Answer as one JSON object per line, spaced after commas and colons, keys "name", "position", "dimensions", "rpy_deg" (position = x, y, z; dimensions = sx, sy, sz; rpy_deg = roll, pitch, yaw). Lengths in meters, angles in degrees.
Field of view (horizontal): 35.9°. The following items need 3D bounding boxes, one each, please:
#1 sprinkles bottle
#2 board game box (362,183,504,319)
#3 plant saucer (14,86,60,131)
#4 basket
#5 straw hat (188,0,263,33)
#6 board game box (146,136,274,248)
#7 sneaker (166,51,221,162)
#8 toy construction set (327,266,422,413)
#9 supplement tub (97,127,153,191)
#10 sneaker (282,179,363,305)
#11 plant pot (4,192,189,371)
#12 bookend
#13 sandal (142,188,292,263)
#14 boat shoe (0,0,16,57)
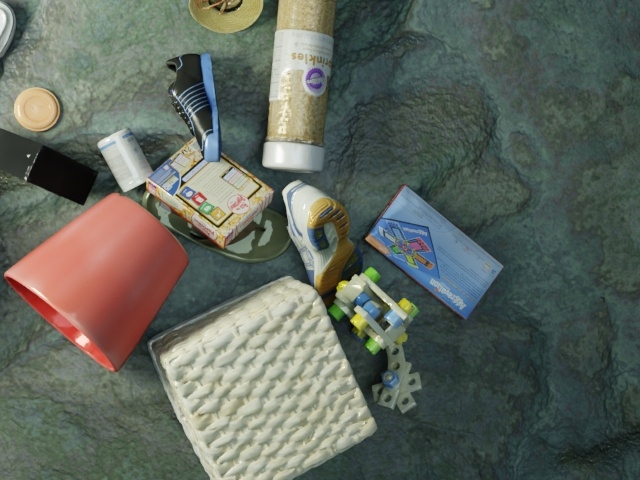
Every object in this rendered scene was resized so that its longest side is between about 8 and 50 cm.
{"name": "sprinkles bottle", "position": [-0.040, -0.312, 1.929], "dimensions": [0.121, 0.121, 0.355], "rpy_deg": [5, 90, -14]}
{"name": "board game box", "position": [0.237, 0.026, 2.059], "dimensions": [0.281, 0.027, 0.145], "rpy_deg": [39, 82, -12]}
{"name": "plant saucer", "position": [-0.534, -0.247, 1.863], "dimensions": [0.084, 0.013, 0.083], "rpy_deg": [-1, 92, -15]}
{"name": "basket", "position": [-0.106, 0.275, 1.863], "dimensions": [0.331, 0.266, 0.328], "rpy_deg": [-25, 97, -14]}
{"name": "straw hat", "position": [-0.186, -0.475, 1.914], "dimensions": [0.145, 0.144, 0.061], "rpy_deg": [-4, 51, -14]}
{"name": "board game box", "position": [-0.209, -0.096, 1.871], "dimensions": [0.193, 0.045, 0.147], "rpy_deg": [38, 60, 13]}
{"name": "sneaker", "position": [-0.241, -0.250, 1.884], "dimensions": [0.091, 0.081, 0.232], "rpy_deg": [-8, 69, -4]}
{"name": "toy construction set", "position": [0.122, 0.181, 1.919], "dimensions": [0.151, 0.215, 0.327], "rpy_deg": [-37, 138, -18]}
{"name": "supplement tub", "position": [-0.369, -0.153, 1.879], "dimensions": [0.071, 0.071, 0.107], "rpy_deg": [-28, 99, -11]}
{"name": "sneaker", "position": [0.000, 0.000, 1.927], "dimensions": [0.112, 0.131, 0.296], "rpy_deg": [-31, 140, -21]}
{"name": "plant pot", "position": [-0.388, 0.065, 1.796], "dimensions": [0.275, 0.275, 0.243], "rpy_deg": [45, 71, -11]}
{"name": "bookend", "position": [-0.527, -0.140, 1.829], "dimensions": [0.157, 0.156, 0.072], "rpy_deg": [21, 86, 30]}
{"name": "sandal", "position": [-0.198, -0.032, 1.917], "dimensions": [0.303, 0.086, 0.120], "rpy_deg": [16, 88, -14]}
{"name": "boat shoe", "position": [-0.649, -0.332, 1.794], "dimensions": [0.095, 0.084, 0.258], "rpy_deg": [37, 83, -12]}
